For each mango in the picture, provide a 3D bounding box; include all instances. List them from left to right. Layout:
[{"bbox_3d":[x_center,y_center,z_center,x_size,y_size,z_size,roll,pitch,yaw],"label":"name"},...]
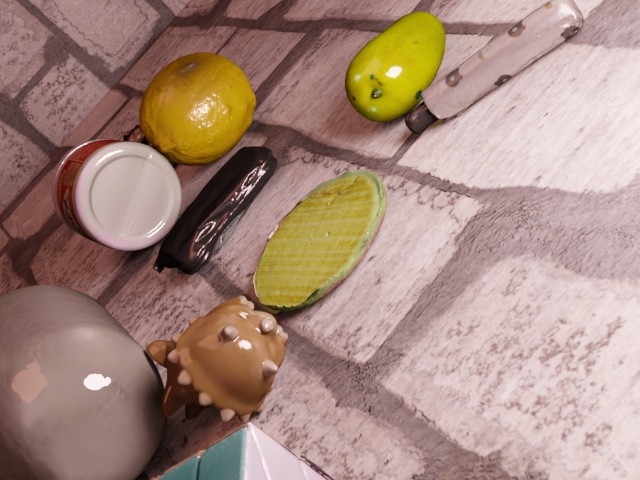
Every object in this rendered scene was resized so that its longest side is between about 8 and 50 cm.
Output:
[{"bbox_3d":[0.149,-0.334,1.665,0.175,0.143,0.293,-26,24,44],"label":"mango"}]

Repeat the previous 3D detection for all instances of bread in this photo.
[{"bbox_3d":[-0.001,0.004,1.523,0.301,0.045,0.301,-36,30,24],"label":"bread"}]

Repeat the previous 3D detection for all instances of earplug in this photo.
[{"bbox_3d":[-0.424,0.262,1.489,0.312,0.312,0.394,-53,31,-12],"label":"earplug"}]

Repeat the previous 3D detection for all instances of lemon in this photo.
[{"bbox_3d":[-0.291,-0.307,2.095,0.261,0.261,0.283,-12,56,47],"label":"lemon"}]

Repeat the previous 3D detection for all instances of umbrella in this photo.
[{"bbox_3d":[0.283,-0.288,1.487,0.337,0.067,0.073,-34,73,22],"label":"umbrella"}]

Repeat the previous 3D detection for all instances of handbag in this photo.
[{"bbox_3d":[-0.222,-0.060,1.869,0.332,0.075,0.192,-55,29,-14],"label":"handbag"}]

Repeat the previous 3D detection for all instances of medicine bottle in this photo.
[{"bbox_3d":[-0.484,-0.112,2.102,0.252,0.252,0.241,-53,28,-13],"label":"medicine bottle"}]

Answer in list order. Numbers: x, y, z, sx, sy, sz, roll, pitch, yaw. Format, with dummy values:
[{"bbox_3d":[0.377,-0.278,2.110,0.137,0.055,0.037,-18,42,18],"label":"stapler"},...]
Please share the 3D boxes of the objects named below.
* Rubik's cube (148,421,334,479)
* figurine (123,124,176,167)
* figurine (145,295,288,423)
[{"bbox_3d":[-0.089,0.379,0.971,0.225,0.221,0.231,-33,31,22],"label":"Rubik's cube"},{"bbox_3d":[-0.446,-0.259,2.385,0.145,0.145,0.222,-48,38,-3],"label":"figurine"},{"bbox_3d":[-0.162,0.198,1.353,0.247,0.177,0.173,-22,16,18],"label":"figurine"}]
